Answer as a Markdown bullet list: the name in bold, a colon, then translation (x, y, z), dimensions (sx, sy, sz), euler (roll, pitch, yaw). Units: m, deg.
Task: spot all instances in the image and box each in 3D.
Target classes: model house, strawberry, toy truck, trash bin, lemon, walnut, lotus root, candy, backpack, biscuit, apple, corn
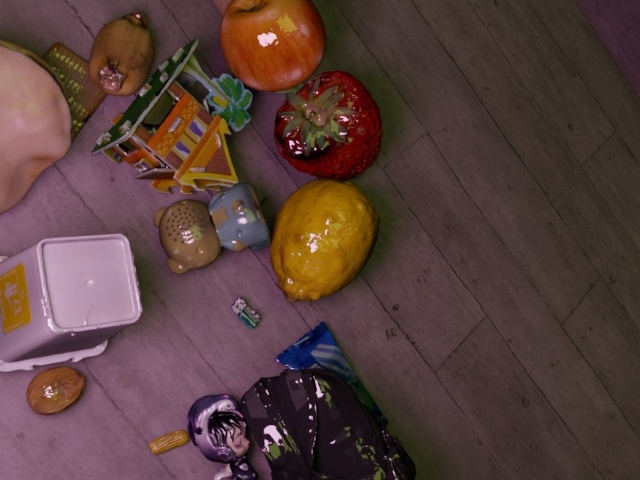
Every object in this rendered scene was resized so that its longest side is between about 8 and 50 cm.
- **model house**: translation (-0.330, -0.273, 1.659), dimensions (0.313, 0.242, 0.358), euler (43, 60, -29)
- **strawberry**: translation (0.025, -0.302, 1.790), dimensions (0.291, 0.310, 0.292), euler (0, 87, 6)
- **toy truck**: translation (-0.191, 0.184, 1.680), dimensions (0.083, 0.039, 0.044), euler (46, 76, -11)
- **trash bin**: translation (-0.504, 0.115, 1.345), dimensions (0.295, 0.367, 0.256), euler (-3, 78, -39)
- **lemon**: translation (0.003, -0.007, 1.702), dimensions (0.316, 0.285, 0.286), euler (-31, 92, -1)
- **walnut**: translation (-0.567, 0.322, 1.422), dimensions (0.124, 0.105, 0.105), euler (-29, 91, -30)
- **lotus root**: translation (-0.486, -0.447, 1.618), dimensions (0.146, 0.131, 0.304), euler (26, 40, -27)
- **candy**: translation (0.034, 0.391, 1.718), dimensions (0.187, 0.077, 0.331), euler (-33, 95, -35)
- **backpack**: translation (0.002, 0.483, 1.518), dimensions (0.446, 0.363, 0.255), euler (57, 29, -5)
- **biscuit**: translation (-0.635, -0.338, 1.595), dimensions (0.172, 0.029, 0.255), euler (34, 64, -16)
- **apple**: translation (-0.126, -0.528, 1.708), dimensions (0.286, 0.285, 0.233), euler (-66, 150, -23)
- **corn**: translation (-0.351, 0.466, 1.529), dimensions (0.092, 0.037, 0.037), euler (-17, 85, -27)

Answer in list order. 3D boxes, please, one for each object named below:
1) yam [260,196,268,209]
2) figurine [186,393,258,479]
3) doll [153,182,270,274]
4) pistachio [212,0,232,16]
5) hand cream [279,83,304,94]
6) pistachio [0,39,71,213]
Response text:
- **yam**: translation (-0.167, -0.073, 1.769), dimensions (0.014, 0.014, 0.107), euler (34, 66, -15)
- **figurine**: translation (-0.231, 0.469, 1.549), dimensions (0.145, 0.145, 0.223), euler (-14, 88, -29)
- **doll**: translation (-0.263, -0.030, 1.606), dimensions (0.260, 0.161, 0.177), euler (-19, 74, -6)
- **pistachio**: translation (-0.229, -0.668, 1.843), dimensions (0.185, 0.126, 0.108), euler (43, 23, -9)
- **hand cream**: translation (-0.091, -0.505, 1.898), dimensions (0.095, 0.046, 0.175), euler (-2, 80, -29)
- **pistachio**: translation (-0.740, -0.227, 1.373), dimensions (0.445, 0.281, 0.366), euler (-24, 120, -17)
